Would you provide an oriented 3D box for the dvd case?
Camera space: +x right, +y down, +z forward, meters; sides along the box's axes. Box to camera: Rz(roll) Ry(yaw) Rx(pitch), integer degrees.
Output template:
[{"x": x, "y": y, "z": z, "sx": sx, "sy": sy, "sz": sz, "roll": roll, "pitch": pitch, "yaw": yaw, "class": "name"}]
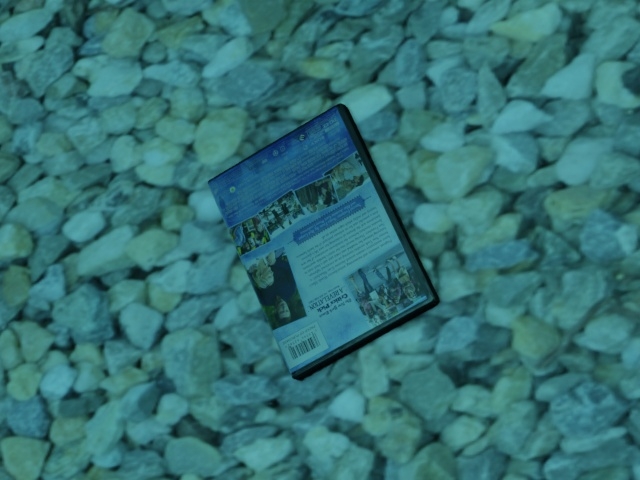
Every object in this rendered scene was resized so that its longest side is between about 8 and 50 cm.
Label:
[{"x": 0.000, "y": 0.000, "z": 1.772, "sx": 0.180, "sy": 0.022, "sz": 0.253, "roll": -30, "pitch": 69, "yaw": 14, "class": "dvd case"}]
